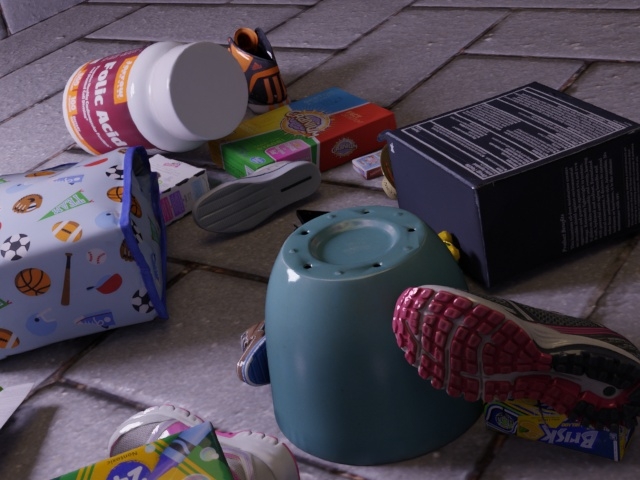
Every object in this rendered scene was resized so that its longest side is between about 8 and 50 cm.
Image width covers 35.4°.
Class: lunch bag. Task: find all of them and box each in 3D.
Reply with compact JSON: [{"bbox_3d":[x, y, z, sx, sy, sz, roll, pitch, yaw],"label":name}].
[{"bbox_3d":[-0.426,-0.006,1.649,0.328,0.238,0.385,-15,36,-2],"label":"lunch bag"}]

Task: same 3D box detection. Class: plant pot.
[{"bbox_3d":[0.061,0.097,1.277,0.293,0.235,0.293,-9,28,5],"label":"plant pot"}]

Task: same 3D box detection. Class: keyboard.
[{"bbox_3d":[0.000,0.000,1.699,0.100,0.038,0.192,5,23,-19],"label":"keyboard"}]

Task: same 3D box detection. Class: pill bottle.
[{"bbox_3d":[-0.339,-0.284,2.043,0.224,0.224,0.392,-35,22,-36],"label":"pill bottle"}]

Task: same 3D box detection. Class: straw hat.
[{"bbox_3d":[0.143,-0.105,1.784,0.061,0.144,0.144,-45,5,39],"label":"straw hat"}]

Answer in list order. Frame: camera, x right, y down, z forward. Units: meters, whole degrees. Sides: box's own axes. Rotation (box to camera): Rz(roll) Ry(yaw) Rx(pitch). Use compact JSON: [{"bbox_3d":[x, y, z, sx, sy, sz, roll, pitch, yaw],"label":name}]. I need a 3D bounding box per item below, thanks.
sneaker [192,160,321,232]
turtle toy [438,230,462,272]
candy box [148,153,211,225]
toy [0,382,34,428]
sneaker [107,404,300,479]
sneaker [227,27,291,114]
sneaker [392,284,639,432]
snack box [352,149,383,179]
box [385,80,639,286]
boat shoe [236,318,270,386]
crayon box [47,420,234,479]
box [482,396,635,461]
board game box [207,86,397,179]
[{"bbox_3d":[-0.123,-0.079,1.832,0.258,0.094,0.091,-20,14,-26],"label":"sneaker"},{"bbox_3d":[0.170,0.037,1.517,0.095,0.066,0.130,-33,24,11],"label":"turtle toy"},{"bbox_3d":[-0.333,-0.083,1.917,0.196,0.070,0.165,-33,35,-32],"label":"candy box"},{"bbox_3d":[-0.484,0.276,1.344,0.137,0.056,0.237,-9,24,12],"label":"toy"},{"bbox_3d":[-0.157,0.273,1.178,0.252,0.103,0.111,4,31,28],"label":"sneaker"},{"bbox_3d":[-0.181,-0.418,2.349,0.125,0.180,0.321,-28,33,-28],"label":"sneaker"},{"bbox_3d":[0.224,0.124,1.134,0.299,0.120,0.112,20,25,-2],"label":"sneaker"},{"bbox_3d":[0.155,-0.163,1.930,0.178,0.022,0.064,-19,30,-14],"label":"snack box"},{"bbox_3d":[0.304,-0.099,1.592,0.294,0.182,0.296,-19,28,-15],"label":"box"},{"bbox_3d":[-0.075,0.150,1.418,0.066,0.066,0.183,-1,20,29],"label":"boat shoe"},{"bbox_3d":[-0.148,0.349,0.970,0.203,0.083,0.323,-19,46,-13],"label":"crayon box"},{"bbox_3d":[0.281,0.205,1.187,0.169,0.054,0.059,8,34,33],"label":"box"},{"bbox_3d":[-0.039,-0.208,2.040,0.317,0.064,0.242,-24,31,-22],"label":"board game box"}]
